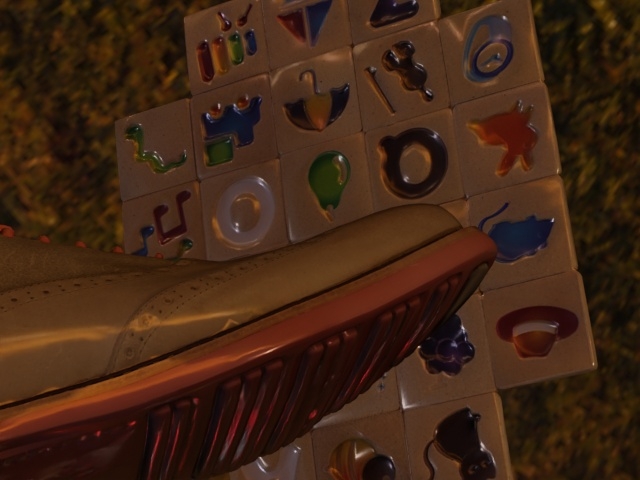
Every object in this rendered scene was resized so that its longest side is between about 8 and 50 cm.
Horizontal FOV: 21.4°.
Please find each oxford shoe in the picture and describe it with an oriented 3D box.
[{"bbox_3d":[-0.089,0.033,0.668,0.130,0.348,0.123,59,150,22],"label":"oxford shoe"}]

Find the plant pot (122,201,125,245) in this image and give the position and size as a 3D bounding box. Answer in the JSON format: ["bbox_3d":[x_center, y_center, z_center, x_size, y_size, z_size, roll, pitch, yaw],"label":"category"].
[{"bbox_3d":[0.000,0.000,1.548,0.274,0.256,0.256,-15,112,17],"label":"plant pot"}]

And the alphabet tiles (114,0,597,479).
[{"bbox_3d":[0.009,-0.003,1.001,0.285,0.011,0.342,-15,69,22],"label":"alphabet tiles"}]
